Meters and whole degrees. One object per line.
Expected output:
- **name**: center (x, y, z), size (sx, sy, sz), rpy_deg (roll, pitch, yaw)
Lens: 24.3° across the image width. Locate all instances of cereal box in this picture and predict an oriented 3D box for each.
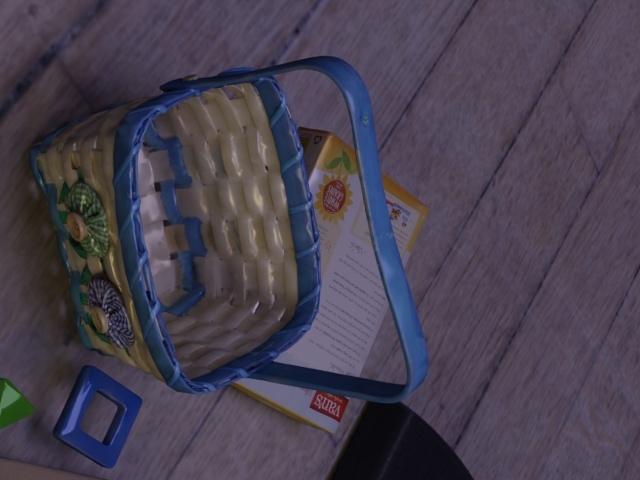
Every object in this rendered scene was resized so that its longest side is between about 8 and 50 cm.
- **cereal box**: center (-0.003, 0.040, 1.363), size (0.173, 0.047, 0.240), rpy_deg (36, 74, -46)

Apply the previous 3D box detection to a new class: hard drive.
- **hard drive**: center (0.099, 0.289, 1.527), size (0.254, 0.054, 0.172), rpy_deg (55, 52, -38)

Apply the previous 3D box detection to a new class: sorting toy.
- **sorting toy**: center (-0.235, 0.259, 1.115), size (0.196, 0.047, 0.347), rpy_deg (23, 74, -45)

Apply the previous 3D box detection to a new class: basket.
- **basket**: center (-0.064, -0.003, 1.109), size (0.201, 0.289, 0.254), rpy_deg (-33, 115, -51)
